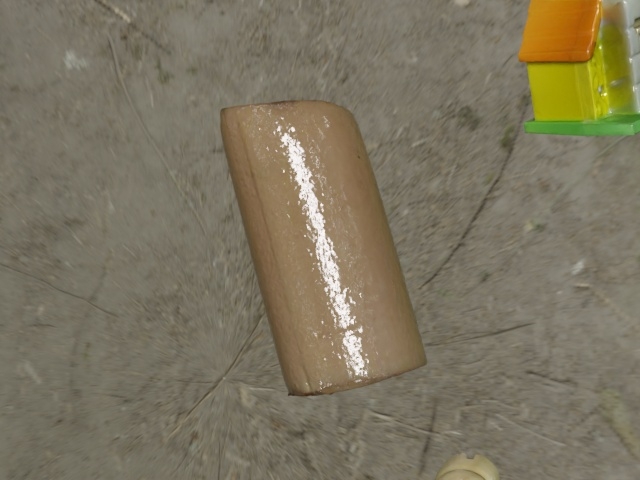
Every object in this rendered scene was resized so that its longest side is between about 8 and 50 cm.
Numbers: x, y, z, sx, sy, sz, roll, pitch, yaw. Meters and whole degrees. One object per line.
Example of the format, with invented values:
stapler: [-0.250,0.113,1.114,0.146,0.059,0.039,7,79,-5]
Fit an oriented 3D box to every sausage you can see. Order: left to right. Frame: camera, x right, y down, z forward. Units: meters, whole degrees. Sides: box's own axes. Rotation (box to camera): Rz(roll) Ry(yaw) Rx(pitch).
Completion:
sausage: [0.000,0.000,1.065,0.123,0.123,0.252,-14,85,-6]

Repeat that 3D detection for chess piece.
chess piece: [0.094,0.194,0.878,0.066,0.122,0.066,7,110,18]

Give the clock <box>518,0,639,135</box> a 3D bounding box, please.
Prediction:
clock: [0.261,-0.240,1.068,0.220,0.106,0.255,-26,112,-41]
